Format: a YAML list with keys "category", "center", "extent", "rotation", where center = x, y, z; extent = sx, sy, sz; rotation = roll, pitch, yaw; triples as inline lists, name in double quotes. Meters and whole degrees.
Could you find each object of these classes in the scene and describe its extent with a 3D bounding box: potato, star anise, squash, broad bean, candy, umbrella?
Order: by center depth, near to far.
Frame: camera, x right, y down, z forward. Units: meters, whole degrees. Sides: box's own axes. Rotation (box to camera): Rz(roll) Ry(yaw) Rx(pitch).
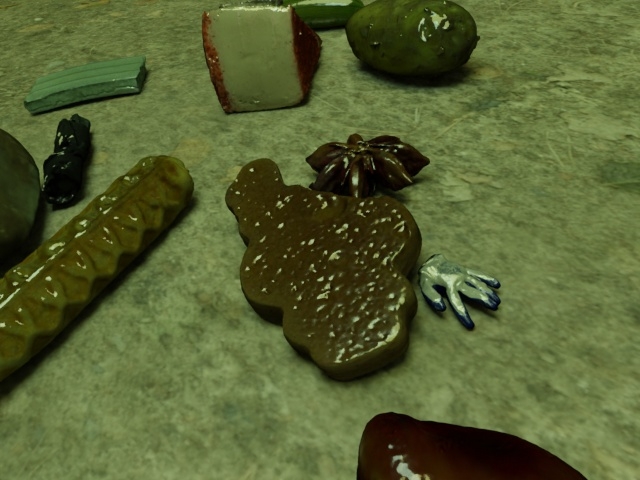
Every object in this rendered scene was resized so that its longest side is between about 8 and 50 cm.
- category: "broad bean"
  center: [0.103, 0.170, 0.346]
  extent: [0.165, 0.084, 0.114]
  rotation: [6, 39, 13]
- category: "star anise"
  center: [0.054, -0.096, 0.677]
  extent: [0.168, 0.057, 0.167]
  rotation: [-8, 43, 7]
- category: "candy"
  center: [-0.447, -0.056, 0.719]
  extent: [0.104, 0.102, 0.234]
  rotation: [-33, 38, 7]
- category: "umbrella"
  center: [-0.393, -0.138, 0.844]
  extent: [0.066, 0.059, 0.235]
  rotation: [-52, 33, 20]
- category: "potato"
  center: [0.142, -0.334, 0.885]
  extent: [0.149, 0.113, 0.251]
  rotation: [-44, 41, -21]
- category: "squash"
  center: [-0.032, -0.469, 1.111]
  extent: [0.252, 0.066, 0.066]
  rotation: [0, 43, 14]

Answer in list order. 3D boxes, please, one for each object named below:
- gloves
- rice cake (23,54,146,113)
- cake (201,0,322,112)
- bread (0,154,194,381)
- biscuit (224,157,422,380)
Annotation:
- category: "gloves"
  center: [0.131, 0.048, 0.519]
  extent: [0.086, 0.026, 0.064]
  rotation: [29, 57, 32]
- category: "rice cake"
  center: [-0.462, -0.312, 1.068]
  extent: [0.237, 0.043, 0.127]
  rotation: [-12, 40, 0]
- category: "cake"
  center: [-0.081, -0.304, 0.954]
  extent: [0.158, 0.159, 0.262]
  rotation: [-1, 8, 15]
- category: "bread"
  center: [-0.273, 0.019, 0.620]
  extent: [0.084, 0.077, 0.367]
  rotation: [12, 46, 28]
- category: "biscuit"
  center: [-0.008, 0.005, 0.573]
  extent: [0.183, 0.047, 0.320]
  rotation: [-40, 50, -15]
